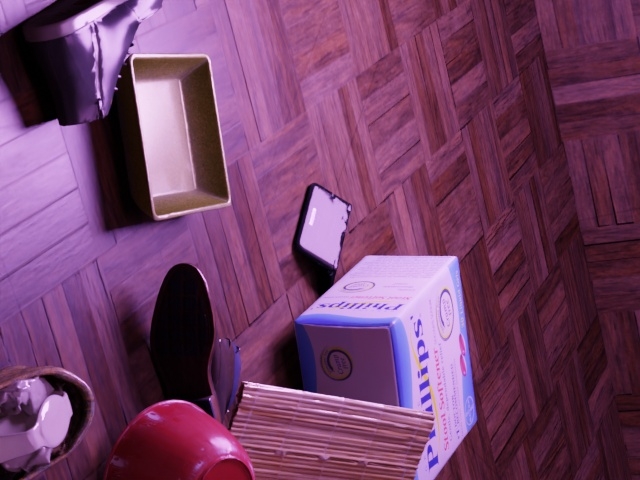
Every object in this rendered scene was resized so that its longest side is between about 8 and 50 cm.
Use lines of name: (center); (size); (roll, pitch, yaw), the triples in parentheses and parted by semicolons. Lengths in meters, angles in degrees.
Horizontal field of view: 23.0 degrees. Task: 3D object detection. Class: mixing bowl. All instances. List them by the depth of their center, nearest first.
mixing bowl: (-0.136, 0.268, 1.697); (0.181, 0.098, 0.182); (-6, 98, -47)

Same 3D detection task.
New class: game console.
game console: (0.000, 0.000, 2.215); (0.107, 0.071, 0.122); (31, 49, -22)

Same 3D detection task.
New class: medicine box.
medicine box: (0.096, 0.187, 2.183); (0.289, 0.149, 0.264); (-40, 125, -62)

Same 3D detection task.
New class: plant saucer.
plant saucer: (-0.179, -0.122, 1.830); (0.188, 0.045, 0.188); (-15, 97, -65)

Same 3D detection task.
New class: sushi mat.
sushi mat: (0.006, 0.266, 1.949); (0.316, 0.019, 0.151); (13, 98, -37)

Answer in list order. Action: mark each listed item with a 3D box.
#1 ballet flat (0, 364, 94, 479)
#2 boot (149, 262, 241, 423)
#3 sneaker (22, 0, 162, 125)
ballet flat: (-0.314, 0.193, 1.386); (0.348, 0.123, 0.123); (-33, 114, -62)
boot: (-0.143, 0.125, 1.824); (0.106, 0.082, 0.219); (-41, 131, -72)
sneaker: (-0.237, -0.208, 1.706); (0.222, 0.083, 0.118); (-40, 126, -51)
